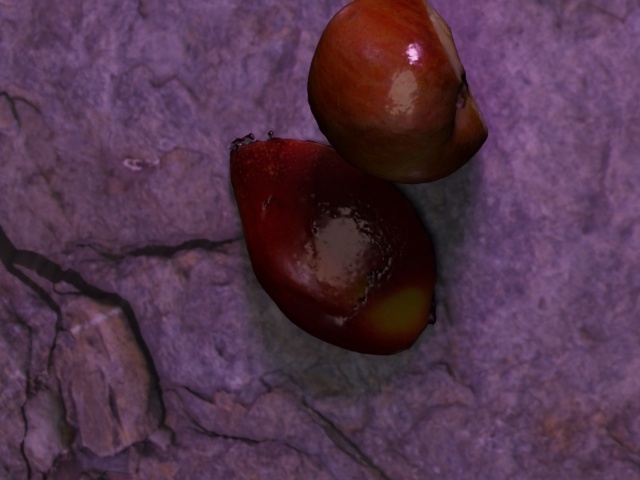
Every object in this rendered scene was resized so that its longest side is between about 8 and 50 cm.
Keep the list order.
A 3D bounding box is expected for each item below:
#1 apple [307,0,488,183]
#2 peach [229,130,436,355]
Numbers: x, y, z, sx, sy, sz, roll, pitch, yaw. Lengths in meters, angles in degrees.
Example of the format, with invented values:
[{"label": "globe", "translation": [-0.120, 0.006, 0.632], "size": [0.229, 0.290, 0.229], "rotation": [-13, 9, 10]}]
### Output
[{"label": "apple", "translation": [0.073, -0.137, 1.695], "size": [0.160, 0.195, 0.173], "rotation": [-42, 58, 2]}, {"label": "peach", "translation": [0.000, 0.002, 1.843], "size": [0.279, 0.068, 0.189], "rotation": [42, 115, 6]}]
